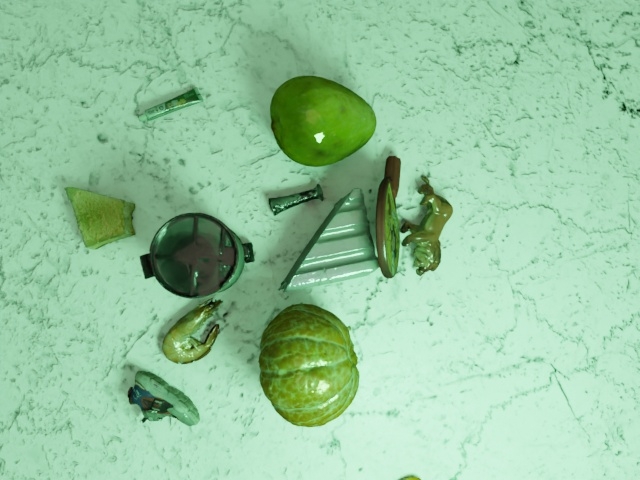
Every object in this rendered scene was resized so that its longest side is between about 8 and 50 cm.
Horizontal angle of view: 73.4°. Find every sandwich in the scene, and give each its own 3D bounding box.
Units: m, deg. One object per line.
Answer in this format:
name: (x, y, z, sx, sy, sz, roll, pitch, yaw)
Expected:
sandwich: (-0.634, -0.089, 1.263, 0.162, 0.058, 0.193, -22, 87, -10)

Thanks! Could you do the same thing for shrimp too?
shrimp: (-0.361, 0.270, 1.271, 0.133, 0.053, 0.236, 44, 85, 0)

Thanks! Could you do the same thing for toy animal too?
toy animal: (0.350, -0.041, 1.375, 0.157, 0.097, 0.312, 27, 81, -15)

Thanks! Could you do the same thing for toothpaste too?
toothpaste: (-0.463, -0.412, 1.320, 0.204, 0.031, 0.049, -27, 91, -10)

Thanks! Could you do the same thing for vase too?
vase: (-0.075, -0.127, 1.335, 0.167, 0.059, 0.059, -18, 88, -8)

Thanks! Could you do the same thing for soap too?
soap: (0.000, 0.000, 1.283, 0.302, 0.159, 0.257, -12, 92, -10)

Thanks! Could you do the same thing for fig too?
fig: (0.015, -0.347, 1.269, 0.326, 0.258, 0.258, -4, 86, -20)

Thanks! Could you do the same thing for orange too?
orange: (-0.028, 0.332, 1.173, 0.249, 0.329, 0.329, -13, 87, 8)

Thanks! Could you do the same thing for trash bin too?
trash bin: (-0.325, 0.046, 1.186, 0.277, 0.262, 0.217, -11, 87, -8)

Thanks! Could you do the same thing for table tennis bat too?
table tennis bat: (0.206, -0.083, 1.282, 0.051, 0.268, 0.414, -2, 56, 19)

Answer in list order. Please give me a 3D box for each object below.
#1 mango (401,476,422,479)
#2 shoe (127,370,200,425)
mango: (0.277, 0.759, 1.322, 0.089, 0.046, 0.060, 1, 83, 5)
shoe: (-0.456, 0.474, 1.217, 0.227, 0.099, 0.125, 37, 74, 2)
